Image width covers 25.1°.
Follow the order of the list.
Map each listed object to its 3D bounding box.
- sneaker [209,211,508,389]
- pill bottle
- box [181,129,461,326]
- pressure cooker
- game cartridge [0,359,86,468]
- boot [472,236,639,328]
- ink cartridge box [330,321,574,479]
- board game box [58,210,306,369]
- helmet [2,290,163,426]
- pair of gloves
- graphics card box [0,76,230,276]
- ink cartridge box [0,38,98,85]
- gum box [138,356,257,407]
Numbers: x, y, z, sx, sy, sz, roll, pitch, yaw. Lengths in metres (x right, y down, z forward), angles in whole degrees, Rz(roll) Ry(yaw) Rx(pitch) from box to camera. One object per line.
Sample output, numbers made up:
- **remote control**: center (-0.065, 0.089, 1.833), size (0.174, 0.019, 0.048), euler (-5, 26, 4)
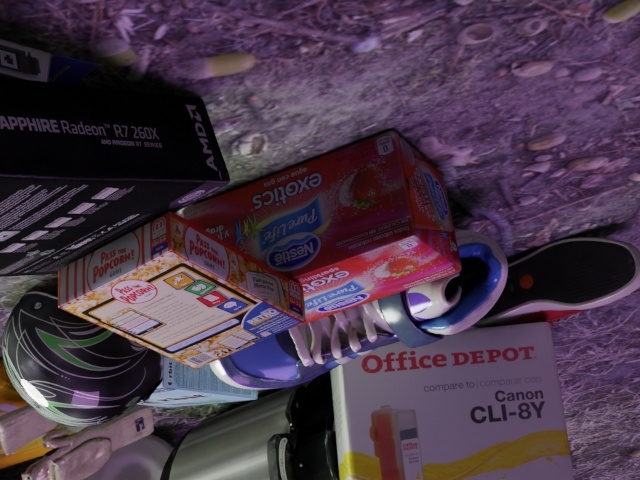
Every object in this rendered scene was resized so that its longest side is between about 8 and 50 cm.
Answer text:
- **sneaker**: center (0.049, 0.068, 1.567), size (0.322, 0.130, 0.236), euler (-19, 179, -20)
- **pill bottle**: center (-0.292, 0.434, 2.325), size (0.176, 0.176, 0.318), euler (-8, 157, -6)
- **box**: center (0.000, 0.000, 1.485), size (0.257, 0.123, 0.128), euler (-19, 155, 21)
- **pressure cooker**: center (0.017, 0.374, 2.079), size (0.420, 0.375, 0.370), euler (-25, -167, 31)
- **game cartridge**: center (-0.471, 0.246, 1.968), size (0.285, 0.053, 0.323), euler (-20, 156, 22)
- **boot**: center (0.314, 0.066, 1.835), size (0.244, 0.088, 0.176), euler (-16, 160, 26)
- **ink cartridge box**: center (0.166, 0.309, 1.793), size (0.279, 0.385, 0.160), euler (-5, 164, -4)
- **board game box**: center (-0.131, 0.054, 1.378), size (0.146, 0.045, 0.193), euler (-25, 144, 29)
- **helmet**: center (-0.279, 0.131, 1.653), size (0.161, 0.169, 0.169), euler (-18, 163, -28)
- **pair of gloves**: center (-0.326, 0.239, 1.916), size (0.204, 0.042, 0.240), euler (-34, 149, -17)
- **graphics card box**: center (-0.273, -0.044, 1.190), size (0.232, 0.094, 0.371), euler (-27, 166, 30)
- **ink cartridge box**: center (-0.324, -0.109, 1.198), size (0.208, 0.045, 0.206), euler (10, 150, -43)
- **gum box**: center (-0.197, 0.182, 1.823), size (0.157, 0.041, 0.184), euler (-9, 165, 34)
